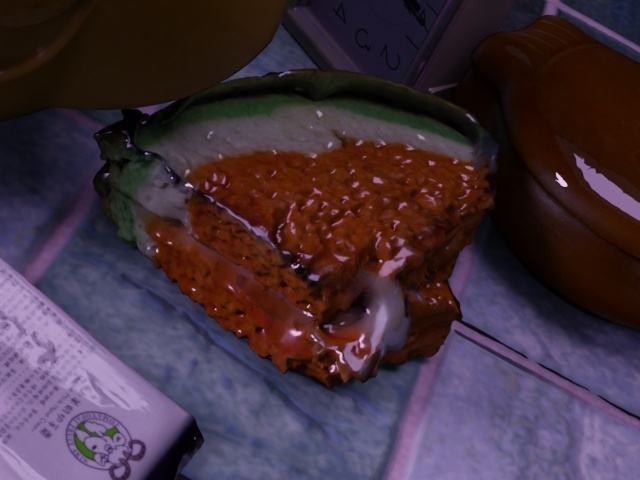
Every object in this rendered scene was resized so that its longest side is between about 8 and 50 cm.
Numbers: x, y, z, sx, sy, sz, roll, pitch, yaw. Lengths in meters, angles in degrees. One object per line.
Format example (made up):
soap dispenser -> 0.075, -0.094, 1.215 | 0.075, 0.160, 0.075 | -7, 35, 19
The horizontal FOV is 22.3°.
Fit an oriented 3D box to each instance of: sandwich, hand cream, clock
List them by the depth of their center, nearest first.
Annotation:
hand cream -> -0.213, 0.038, 0.885 | 0.336, 0.076, 0.121 | 39, 43, 1
sandwich -> 0.002, -0.010, 1.044 | 0.292, 0.109, 0.212 | -26, 70, -45
clock -> 0.068, -0.196, 1.218 | 0.071, 0.192, 0.147 | -14, 56, -42

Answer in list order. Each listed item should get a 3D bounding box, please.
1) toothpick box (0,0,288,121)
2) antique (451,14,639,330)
toothpick box -> -0.240, -0.268, 0.931 | 0.409, 0.409, 0.425 | -4, 44, -37
antique -> 0.217, -0.041, 1.196 | 0.278, 0.129, 0.223 | 42, 39, 14
